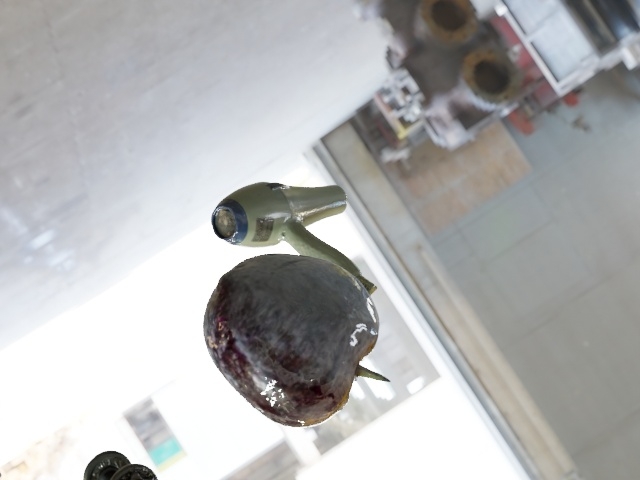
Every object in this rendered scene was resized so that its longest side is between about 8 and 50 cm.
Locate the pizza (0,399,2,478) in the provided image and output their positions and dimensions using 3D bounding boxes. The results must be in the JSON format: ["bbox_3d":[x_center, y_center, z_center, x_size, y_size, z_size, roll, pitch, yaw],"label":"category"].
[{"bbox_3d":[-0.543,0.367,1.481,0.435,0.392,0.080,-17,178,8],"label":"pizza"}]

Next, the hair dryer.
[{"bbox_3d":[-0.004,-0.021,2.093,0.296,0.298,0.119,-44,158,-62],"label":"hair dryer"}]

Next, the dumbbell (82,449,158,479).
[{"bbox_3d":[-0.293,0.357,1.828,0.082,0.081,0.254,-31,-165,-25],"label":"dumbbell"}]

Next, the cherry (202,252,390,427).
[{"bbox_3d":[-0.032,0.143,1.826,0.218,0.296,0.255,-41,-162,57],"label":"cherry"}]
